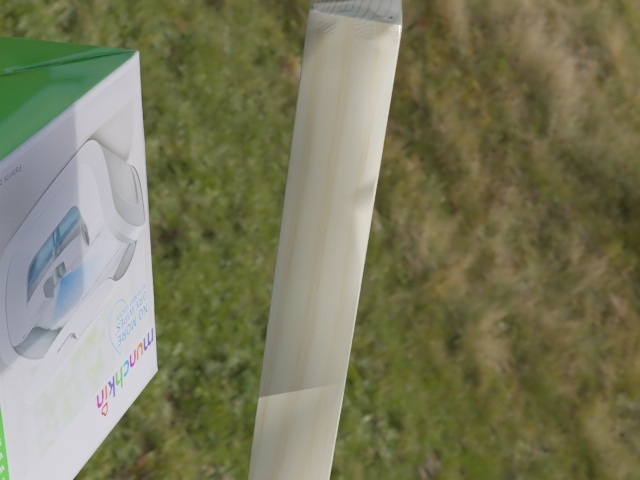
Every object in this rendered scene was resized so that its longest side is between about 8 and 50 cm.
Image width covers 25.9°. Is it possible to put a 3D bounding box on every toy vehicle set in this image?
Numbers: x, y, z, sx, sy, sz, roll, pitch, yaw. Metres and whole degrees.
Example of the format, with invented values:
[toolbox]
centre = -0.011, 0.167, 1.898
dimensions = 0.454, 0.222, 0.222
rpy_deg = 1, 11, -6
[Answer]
[toy vehicle set]
centre = 0.000, 0.000, 0.634
dimensions = 0.035, 0.267, 0.166
rpy_deg = 8, 26, -1

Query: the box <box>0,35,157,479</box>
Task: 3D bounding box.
[box]
centre = -0.203, 0.035, 0.779
dimensions = 0.262, 0.126, 0.231
rpy_deg = -55, 149, -59
